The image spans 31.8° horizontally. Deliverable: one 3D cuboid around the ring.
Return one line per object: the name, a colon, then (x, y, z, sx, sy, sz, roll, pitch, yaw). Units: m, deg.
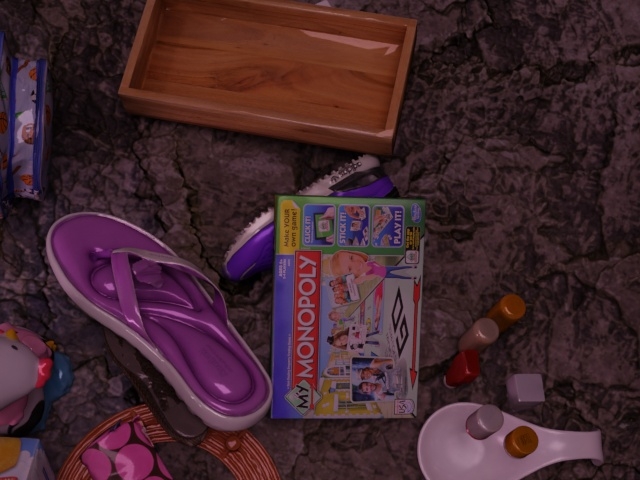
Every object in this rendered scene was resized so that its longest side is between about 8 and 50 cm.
ring: (-0.214, 0.391, 1.573, 0.337, 0.032, 0.336, 1, 75, -5)

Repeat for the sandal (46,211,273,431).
sandal: (-0.212, 0.086, 1.582, 0.416, 0.102, 0.169, 42, 49, 13)

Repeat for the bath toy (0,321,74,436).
bath toy: (-0.395, 0.174, 1.451, 0.129, 0.348, 0.151, -12, 81, -8)

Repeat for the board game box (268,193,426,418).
board game box: (0.036, 0.095, 1.603, 0.214, 0.046, 0.317, 1, 95, -9)

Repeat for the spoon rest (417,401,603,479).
spoon rest: (0.276, 0.297, 1.610, 0.277, 0.084, 0.137, -2, 75, -6)

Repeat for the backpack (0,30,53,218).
backpack: (-0.479, -0.166, 1.576, 0.213, 0.263, 0.276, -6, 75, -6)

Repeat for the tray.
tray: (-0.075, -0.259, 1.696, 0.411, 0.076, 0.202, 10, 69, 8)

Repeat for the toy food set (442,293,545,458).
toy food set: (0.241, 0.201, 1.601, 0.111, 0.104, 0.232, 0, 67, -13)

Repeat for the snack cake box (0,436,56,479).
snack cake box: (-0.487, 0.331, 1.474, 0.265, 0.152, 0.089, 1, 46, 6)

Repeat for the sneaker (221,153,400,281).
sneaker: (0.000, 0.000, 1.655, 0.293, 0.102, 0.146, -33, 81, -12)

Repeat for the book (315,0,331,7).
book: (-0.032, -0.309, 1.772, 0.144, 0.035, 0.096, -27, 75, -9)

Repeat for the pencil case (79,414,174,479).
pencil case: (-0.234, 0.344, 1.524, 0.098, 0.095, 0.209, -30, 81, -27)

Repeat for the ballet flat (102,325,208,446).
ballet flat: (-0.236, 0.191, 1.600, 0.084, 0.058, 0.250, -27, 65, -25)
